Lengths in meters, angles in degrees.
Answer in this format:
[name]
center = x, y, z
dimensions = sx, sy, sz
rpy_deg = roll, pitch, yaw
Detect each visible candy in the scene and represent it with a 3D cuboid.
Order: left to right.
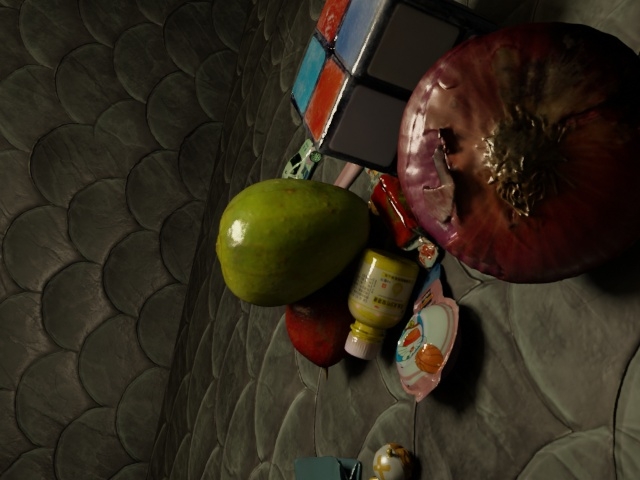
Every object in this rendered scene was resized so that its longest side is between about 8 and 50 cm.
[candy]
center = 0.159, -0.063, 1.306
dimensions = 0.292, 0.059, 0.086
rpy_deg = 63, 152, 27

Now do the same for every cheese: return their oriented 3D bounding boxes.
[cheese]
center = 0.193, 0.160, 1.147
dimensions = 0.189, 0.074, 0.286
rpy_deg = -53, 17, 39

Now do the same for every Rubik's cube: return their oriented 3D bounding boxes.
[Rubik's cube]
center = 0.154, -0.317, 1.232
dimensions = 0.318, 0.316, 0.313
rpy_deg = -110, 40, -56

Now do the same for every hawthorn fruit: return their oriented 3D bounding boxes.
[hawthorn fruit]
center = 0.017, 0.187, 1.421
dimensions = 0.189, 0.189, 0.252
rpy_deg = -144, 57, -67

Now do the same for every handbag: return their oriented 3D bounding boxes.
[handbag]
center = 0.013, 0.537, 1.368
dimensions = 0.221, 0.057, 0.144
rpy_deg = -33, 53, 57

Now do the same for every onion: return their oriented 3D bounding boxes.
[onion]
center = 0.285, -0.117, 0.871
dimensions = 0.285, 0.347, 0.348
rpy_deg = -9, -59, -67

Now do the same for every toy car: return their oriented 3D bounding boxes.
[toy car]
center = -0.069, -0.221, 2.019
dimensions = 0.090, 0.076, 0.224
rpy_deg = -112, 42, -59

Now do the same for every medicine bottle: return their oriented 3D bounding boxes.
[medicine bottle]
center = 0.113, 0.131, 1.292
dimensions = 0.122, 0.121, 0.213
rpy_deg = 34, 107, 67

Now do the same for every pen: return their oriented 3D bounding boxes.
[pen]
center = 0.079, -0.183, 1.698
dimensions = 0.197, 0.032, 0.053
rpy_deg = 126, 151, -46

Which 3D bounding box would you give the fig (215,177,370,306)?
[fig]
center = -0.053, -0.008, 1.313
dimensions = 0.258, 0.326, 0.258
rpy_deg = 164, 90, -87

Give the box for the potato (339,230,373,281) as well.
[potato]
center = 0.000, 0.000, 1.550
dimensions = 0.242, 0.242, 0.286
rpy_deg = -118, 38, -59

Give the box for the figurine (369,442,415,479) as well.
[figurine]
center = 0.119, 0.429, 1.159
dimensions = 0.143, 0.068, 0.101
rpy_deg = -55, 46, 41

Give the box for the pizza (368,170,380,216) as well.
[pizza]
center = 0.156, -0.134, 1.409
dimensions = 0.161, 0.062, 0.182
rpy_deg = 61, 148, 24
